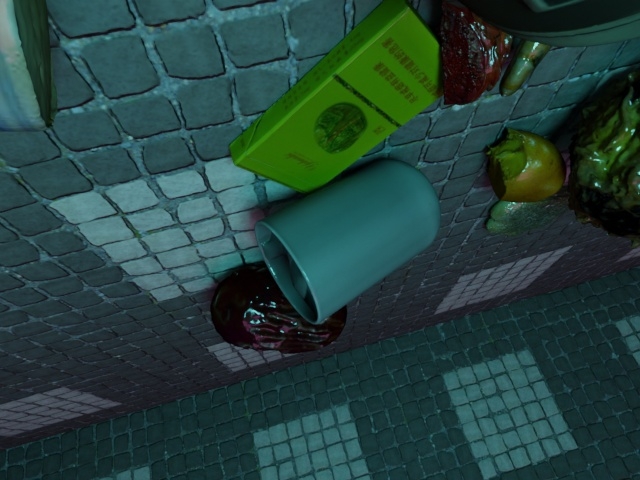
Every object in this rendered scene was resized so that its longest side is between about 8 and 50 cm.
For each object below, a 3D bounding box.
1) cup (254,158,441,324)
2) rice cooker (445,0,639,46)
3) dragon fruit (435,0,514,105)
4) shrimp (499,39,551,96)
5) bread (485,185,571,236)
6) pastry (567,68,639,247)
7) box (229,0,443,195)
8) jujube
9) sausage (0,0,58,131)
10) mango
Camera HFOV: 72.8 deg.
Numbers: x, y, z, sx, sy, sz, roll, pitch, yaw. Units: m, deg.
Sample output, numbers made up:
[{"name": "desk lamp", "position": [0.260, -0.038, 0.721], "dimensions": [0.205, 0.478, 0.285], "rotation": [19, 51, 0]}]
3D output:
[{"name": "cup", "position": [0.060, -0.012, 0.798], "dimensions": [0.312, 0.205, 0.205], "rotation": [-30, 158, -19]}, {"name": "rice cooker", "position": [0.151, -0.296, 0.243], "dimensions": [0.325, 0.335, 0.335], "rotation": [5, 146, -40]}, {"name": "dragon fruit", "position": [0.220, -0.262, 0.576], "dimensions": [0.106, 0.083, 0.162], "rotation": [-41, 137, -17]}, {"name": "shrimp", "position": [0.320, -0.326, 0.558], "dimensions": [0.169, 0.058, 0.296], "rotation": [-46, 164, -52]}, {"name": "bread", "position": [0.598, -0.074, 1.248], "dimensions": [0.287, 0.056, 0.207], "rotation": [-10, 151, -13]}, {"name": "pastry", "position": [0.645, -0.150, 0.836], "dimensions": [0.405, 0.292, 0.337], "rotation": [-7, 125, -39]}, {"name": "box", "position": [0.036, -0.196, 0.672], "dimensions": [0.335, 0.047, 0.187], "rotation": [-34, 150, 29]}, {"name": "jujube", "position": [-0.095, 0.173, 1.115], "dimensions": [0.258, 0.258, 0.377], "rotation": [-34, 143, 30]}, {"name": "sausage", "position": [-0.338, -0.181, 0.267], "dimensions": [0.287, 0.233, 0.233], "rotation": [-7, 152, -21]}, {"name": "mango", "position": [0.441, -0.144, 0.935], "dimensions": [0.154, 0.126, 0.252], "rotation": [-19, 157, 30]}]
